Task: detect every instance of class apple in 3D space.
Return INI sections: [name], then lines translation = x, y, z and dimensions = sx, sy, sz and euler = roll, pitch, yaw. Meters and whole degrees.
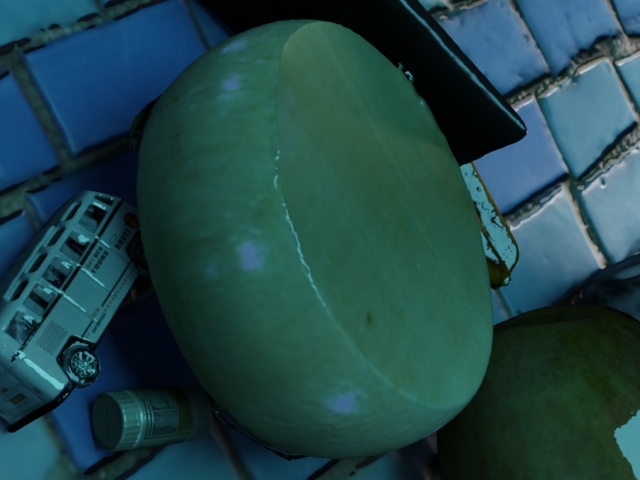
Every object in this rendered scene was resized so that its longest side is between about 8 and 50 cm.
[apple]
translation = 0.225, 0.176, 1.288
dimensions = 0.257, 0.257, 0.233
euler = -11, 93, -44

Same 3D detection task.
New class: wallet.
[wallet]
translation = 0.006, -0.191, 1.290
dimensions = 0.377, 0.197, 0.051
euler = 45, 56, -17

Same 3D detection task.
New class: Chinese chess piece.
[Chinese chess piece]
translation = 0.000, 0.000, 1.177
dimensions = 0.349, 0.146, 0.349
euler = 40, 40, -43

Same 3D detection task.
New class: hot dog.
[hot dog]
translation = 0.131, -0.036, 1.437
dimensions = 0.072, 0.055, 0.188
euler = -33, 95, -48

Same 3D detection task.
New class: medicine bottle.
[medicine bottle]
translation = -0.129, 0.135, 1.137
dimensions = 0.083, 0.047, 0.047
euler = -2, 74, -42

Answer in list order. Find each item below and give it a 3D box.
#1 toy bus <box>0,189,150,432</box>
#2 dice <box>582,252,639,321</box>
[toy bus]
translation = -0.190, 0.043, 1.096
dimensions = 0.089, 0.087, 0.194
euler = 42, 49, -17
[dice]
translation = 0.472, 0.140, 1.462
dimensions = 0.328, 0.330, 0.348
euler = -18, 85, -52
